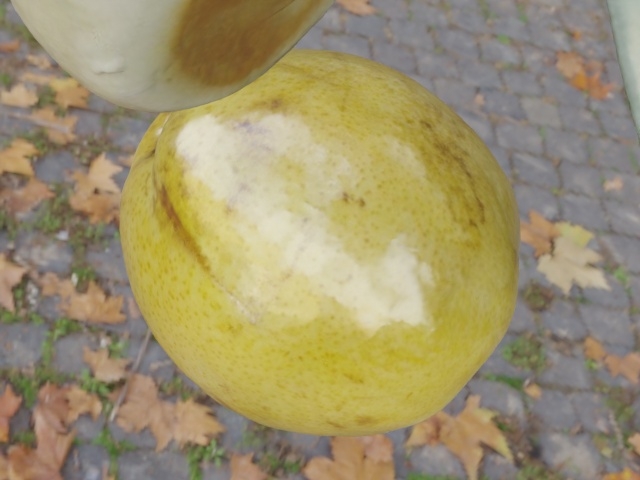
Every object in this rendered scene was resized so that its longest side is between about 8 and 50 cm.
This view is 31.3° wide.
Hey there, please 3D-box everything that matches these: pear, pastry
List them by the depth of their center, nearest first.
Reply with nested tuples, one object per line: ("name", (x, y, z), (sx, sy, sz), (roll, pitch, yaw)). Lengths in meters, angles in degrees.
("pastry", (-0.043, -0.120, 0.414), (0.156, 0.156, 0.092), (-22, 68, -41))
("pear", (0.000, 0.000, 0.873), (0.314, 0.314, 0.314), (13, 40, -11))

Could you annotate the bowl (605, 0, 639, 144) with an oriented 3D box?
("bowl", (0.200, -0.057, 0.334), (0.163, 0.307, 0.307), (-21, 47, 1))
